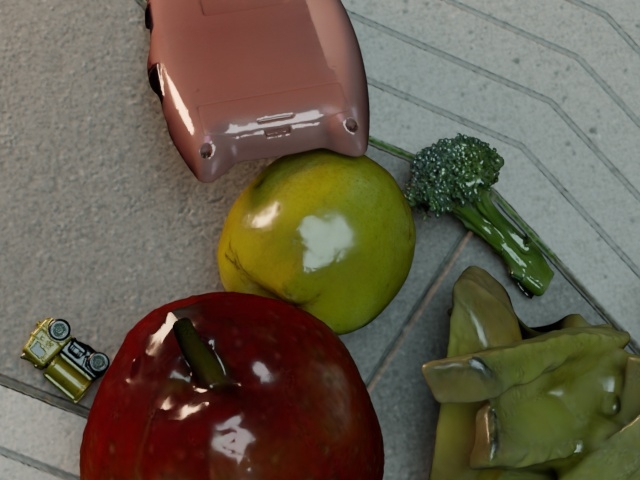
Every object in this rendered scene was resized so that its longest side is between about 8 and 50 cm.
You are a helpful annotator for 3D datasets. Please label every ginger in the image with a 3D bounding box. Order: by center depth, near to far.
[{"bbox_3d":[0.250,0.239,1.459,0.413,0.211,0.358,35,73,-3],"label":"ginger"}]

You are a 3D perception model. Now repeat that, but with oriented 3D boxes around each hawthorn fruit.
[{"bbox_3d":[-0.090,0.171,1.314,0.284,0.369,0.285,-4,58,6],"label":"hawthorn fruit"}]

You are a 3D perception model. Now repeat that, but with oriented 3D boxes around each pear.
[{"bbox_3d":[0.000,0.000,1.472,0.200,0.200,0.200,3,75,-12],"label":"pear"}]

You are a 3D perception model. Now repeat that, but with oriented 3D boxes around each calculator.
[{"bbox_3d":[-0.070,-0.198,1.508,0.220,0.048,0.330,-11,48,-6],"label":"calculator"}]

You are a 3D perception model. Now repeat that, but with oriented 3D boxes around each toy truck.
[{"bbox_3d":[-0.255,0.116,1.455,0.083,0.049,0.054,41,72,-2],"label":"toy truck"}]

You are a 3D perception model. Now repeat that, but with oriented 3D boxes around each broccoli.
[{"bbox_3d":[0.180,-0.025,1.576,0.118,0.122,0.204,-43,103,-4],"label":"broccoli"}]
